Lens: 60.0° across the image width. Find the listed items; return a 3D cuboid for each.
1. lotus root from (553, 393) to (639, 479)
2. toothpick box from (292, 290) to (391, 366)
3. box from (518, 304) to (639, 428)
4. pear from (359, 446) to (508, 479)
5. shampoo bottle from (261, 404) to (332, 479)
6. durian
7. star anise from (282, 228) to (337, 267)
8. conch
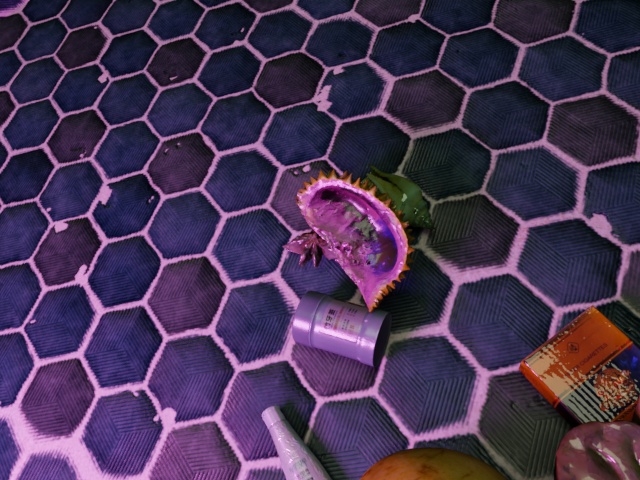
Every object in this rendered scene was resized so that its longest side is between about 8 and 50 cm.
[{"bbox_3d":[0.468,0.349,0.642,0.390,0.111,0.375,-34,55,-16],"label":"lotus root"},{"bbox_3d":[0.039,0.155,0.985,0.153,0.101,0.101,13,67,20],"label":"toothpick box"},{"bbox_3d":[0.446,0.236,0.846,0.152,0.070,0.237,-37,58,-5],"label":"box"},{"bbox_3d":[0.151,0.407,0.711,0.281,0.280,0.280,-7,62,12],"label":"pear"},{"bbox_3d":[-0.040,0.366,0.931,0.069,0.041,0.190,-36,59,1],"label":"shampoo bottle"},{"bbox_3d":[0.075,-0.025,1.029,0.154,0.186,0.260,-39,85,5],"label":"durian"},{"bbox_3d":[0.004,0.008,1.094,0.124,0.056,0.129,-42,51,-14],"label":"star anise"},{"bbox_3d":[0.147,-0.080,1.093,0.201,0.079,0.095,29,81,41],"label":"conch"}]
